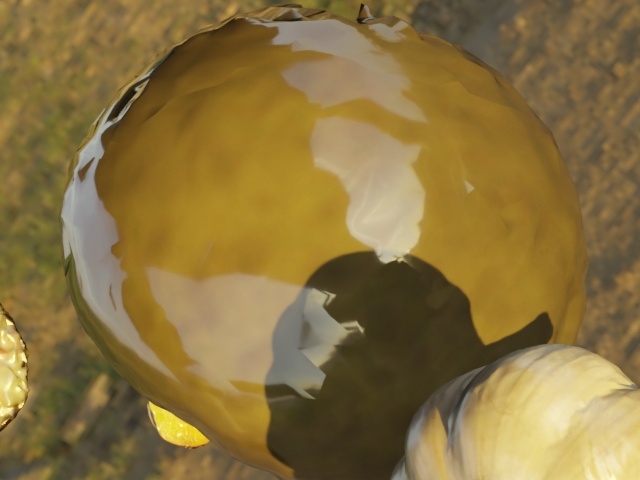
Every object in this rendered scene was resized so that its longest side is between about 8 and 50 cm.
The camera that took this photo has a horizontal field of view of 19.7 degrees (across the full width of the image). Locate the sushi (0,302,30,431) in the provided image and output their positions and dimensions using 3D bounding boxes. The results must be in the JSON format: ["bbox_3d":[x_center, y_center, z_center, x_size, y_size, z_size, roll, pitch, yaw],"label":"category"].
[{"bbox_3d":[-0.192,0.031,0.794,0.090,0.150,0.078,-41,1,-19],"label":"sushi"}]

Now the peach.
[{"bbox_3d":[-0.143,0.174,1.978,0.098,0.098,0.061,-60,16,-10],"label":"peach"}]

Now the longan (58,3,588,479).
[{"bbox_3d":[0.005,-0.002,1.488,0.404,0.436,0.404,-52,-15,-19],"label":"longan"}]

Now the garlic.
[{"bbox_3d":[0.163,0.150,1.068,0.212,0.218,0.218,-24,1,-38],"label":"garlic"}]
